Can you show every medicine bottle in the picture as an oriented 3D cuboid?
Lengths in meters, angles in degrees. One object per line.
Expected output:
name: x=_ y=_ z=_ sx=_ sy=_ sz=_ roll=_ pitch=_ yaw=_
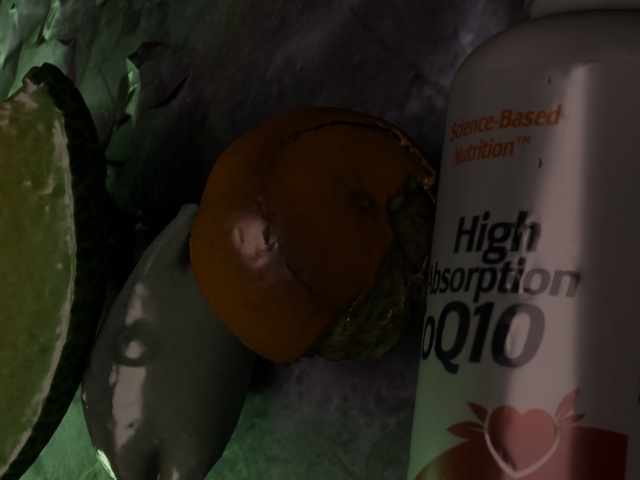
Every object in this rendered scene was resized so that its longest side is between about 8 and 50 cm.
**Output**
medicine bottle: x=0.128 y=0.003 z=0.496 sx=0.157 sy=0.157 sz=0.289 roll=-1 pitch=80 yaw=44

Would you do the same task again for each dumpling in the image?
dumpling: x=-0.115 y=0.080 z=0.748 sx=0.149 sy=0.105 sz=0.217 roll=9 pitch=89 yaw=42

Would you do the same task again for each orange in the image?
orange: x=0.000 y=0.000 z=0.633 sx=0.134 sy=0.156 sz=0.157 roll=-25 pitch=62 yaw=61

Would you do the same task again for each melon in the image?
melon: x=-0.276 y=0.026 z=0.847 sx=0.343 sy=0.226 sz=0.331 roll=-136 pitch=52 yaw=-79
